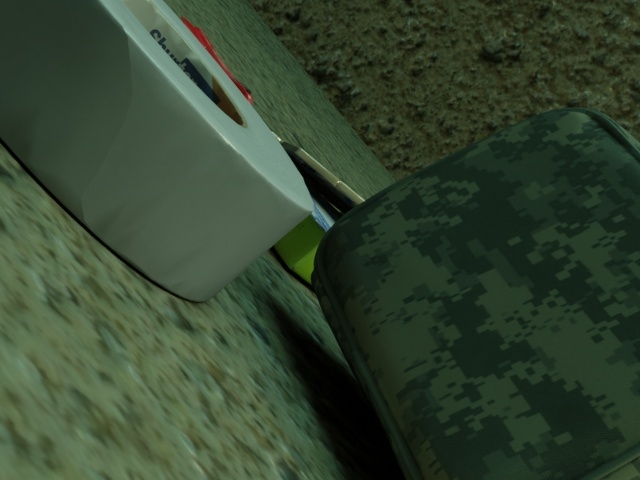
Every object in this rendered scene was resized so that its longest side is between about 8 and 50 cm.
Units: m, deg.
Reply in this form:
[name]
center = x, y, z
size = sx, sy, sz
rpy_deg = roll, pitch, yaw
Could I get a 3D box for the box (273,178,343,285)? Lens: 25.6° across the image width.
[box]
center = 0.000, 0.000, 1.033
size = 0.109, 0.042, 0.178
rpy_deg = 54, 8, 36

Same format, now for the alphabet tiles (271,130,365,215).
[alphabet tiles]
center = -0.020, -0.057, 1.077
size = 0.237, 0.009, 0.198
rpy_deg = 38, -3, -22

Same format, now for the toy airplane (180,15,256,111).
[toy airplane]
center = -0.095, -0.156, 1.340
size = 0.151, 0.028, 0.151
rpy_deg = 48, 8, -9

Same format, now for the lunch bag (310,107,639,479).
[lunch bag]
center = 0.149, 0.108, 0.787
size = 0.256, 0.213, 0.305
rpy_deg = 65, -2, -33

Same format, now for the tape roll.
[tape roll]
center = -0.099, -0.076, 0.682
size = 0.219, 0.072, 0.219
rpy_deg = 48, 7, -8
